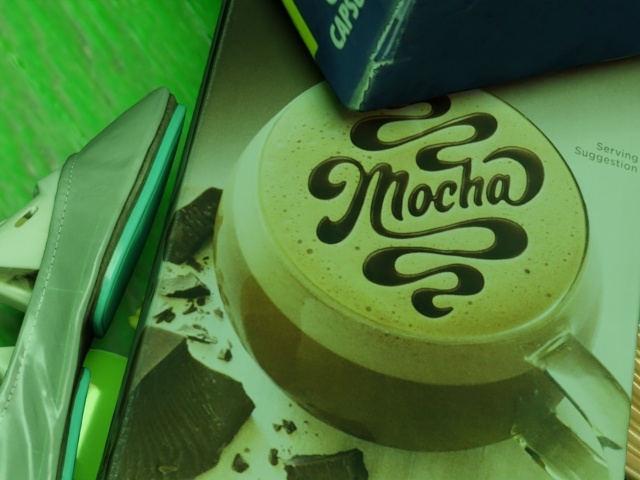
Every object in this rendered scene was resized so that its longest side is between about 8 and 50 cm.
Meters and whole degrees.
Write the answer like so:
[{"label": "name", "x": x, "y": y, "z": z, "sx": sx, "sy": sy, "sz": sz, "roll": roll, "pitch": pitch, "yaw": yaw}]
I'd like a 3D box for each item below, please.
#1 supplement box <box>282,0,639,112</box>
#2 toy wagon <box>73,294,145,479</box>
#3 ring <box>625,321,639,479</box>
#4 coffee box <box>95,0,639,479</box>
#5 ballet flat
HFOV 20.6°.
[{"label": "supplement box", "x": 0.039, "y": -0.252, "z": 0.624, "sx": 0.195, "sy": 0.194, "sz": 0.356, "roll": -14, "pitch": 60, "yaw": -26}, {"label": "toy wagon", "x": -0.168, "y": 0.150, "z": 0.664, "sx": 0.344, "sy": 0.068, "sz": 0.267, "roll": -39, "pitch": 91, "yaw": -21}, {"label": "ring", "x": 0.211, "y": -0.020, "z": 0.799, "sx": 0.337, "sy": 0.032, "sz": 0.336, "roll": 5, "pitch": 64, "yaw": -10}, {"label": "coffee box", "x": 0.023, "y": 0.012, "z": 0.648, "sx": 0.168, "sy": 0.119, "sz": 0.297, "roll": 14, "pitch": 60, "yaw": -6}, {"label": "ballet flat", "x": -0.105, "y": 0.034, "z": 0.636, "sx": 0.068, "sy": 0.072, "sz": 0.213, "roll": 16, "pitch": 73, "yaw": -4}]
